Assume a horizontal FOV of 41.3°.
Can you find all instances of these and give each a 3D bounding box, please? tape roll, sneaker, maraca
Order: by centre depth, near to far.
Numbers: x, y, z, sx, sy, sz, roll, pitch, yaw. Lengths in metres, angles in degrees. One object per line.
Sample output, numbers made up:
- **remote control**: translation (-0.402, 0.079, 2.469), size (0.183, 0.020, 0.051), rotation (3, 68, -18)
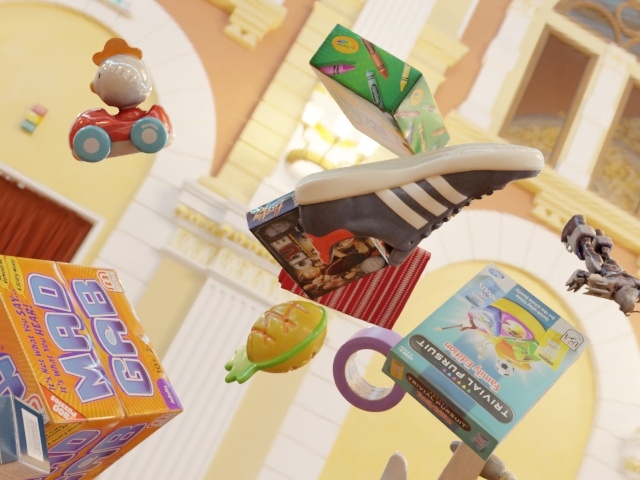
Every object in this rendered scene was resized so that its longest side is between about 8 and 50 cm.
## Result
- **sneaker**: translation (0.145, -0.047, 1.207), size (0.350, 0.148, 0.131), rotation (-10, 11, 5)
- **maraca**: translation (-0.069, 0.158, 1.303), size (0.099, 0.186, 0.127), rotation (56, 5, -17)
- **tape roll**: translation (0.128, 0.303, 2.005), size (0.189, 0.189, 0.080), rotation (20, 19, 17)

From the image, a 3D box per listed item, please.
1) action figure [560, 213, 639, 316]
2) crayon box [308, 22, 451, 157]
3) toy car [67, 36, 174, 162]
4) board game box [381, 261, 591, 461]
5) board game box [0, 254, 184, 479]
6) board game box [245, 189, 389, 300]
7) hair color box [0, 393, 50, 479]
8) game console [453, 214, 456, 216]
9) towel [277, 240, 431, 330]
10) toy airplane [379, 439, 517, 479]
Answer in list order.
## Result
- **action figure**: translation (0.573, 0.065, 1.699), size (0.185, 0.285, 0.099), rotation (17, -61, -13)
- **crayon box**: translation (0.104, -0.223, 1.375), size (0.165, 0.081, 0.278), rotation (36, -1, 23)
- **toy car**: translation (-0.417, -0.286, 1.719), size (0.210, 0.237, 0.219), rotation (-10, 9, -10)
- **board game box**: translation (0.322, 0.219, 1.631), size (0.254, 0.336, 0.079), rotation (39, -39, 20)
- **board game box**: translation (-0.567, 0.285, 1.666), size (0.356, 0.356, 0.356), rotation (58, 20, 21)
- **board game box**: translation (0.000, 0.000, 1.489), size (0.165, 0.042, 0.243), rotation (-25, -42, 13)
- **hair color box**: translation (-0.600, 0.329, 1.255), size (0.347, 0.105, 0.174), rotation (-13, -21, -8)
- **game console**: translation (0.328, -0.136, 2.104), size (0.122, 0.107, 0.071), rotation (49, 9, 1)
- **towel**: translation (0.070, 0.058, 1.769), size (0.275, 0.198, 0.031), rotation (23, 14, -15)
- **toy airplane**: translation (0.301, 0.662, 2.019), size (0.386, 0.384, 0.272), rotation (-25, -21, 35)
